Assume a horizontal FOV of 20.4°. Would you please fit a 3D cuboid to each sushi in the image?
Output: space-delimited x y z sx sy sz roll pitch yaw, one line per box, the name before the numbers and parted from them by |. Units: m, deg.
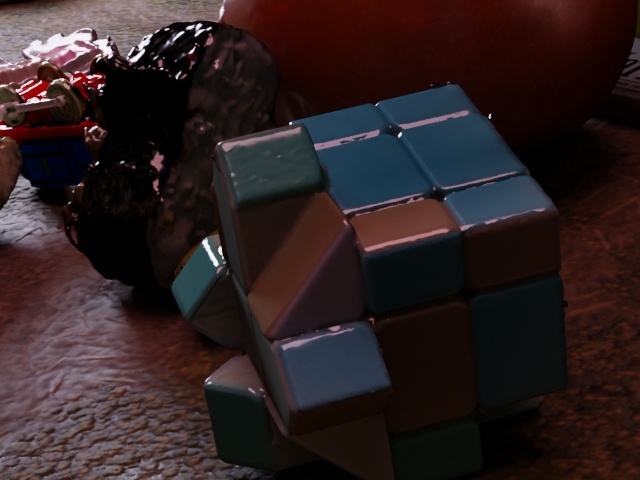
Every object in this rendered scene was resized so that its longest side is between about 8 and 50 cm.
sushi | -0.122 -0.068 1.356 0.115 0.212 0.147 15 -3 32

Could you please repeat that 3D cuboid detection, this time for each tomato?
tomato | 0.093 -0.181 1.467 0.341 0.273 0.341 -29 3 2

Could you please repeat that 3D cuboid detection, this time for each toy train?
toy train | -0.207 -0.089 1.549 0.204 0.131 0.083 1 30 47

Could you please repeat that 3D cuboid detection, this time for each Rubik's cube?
Rubik's cube | 0.020 0.024 1.104 0.213 0.224 0.265 -14 31 -9

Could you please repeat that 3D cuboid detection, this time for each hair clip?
hair clip | -0.343 -0.159 1.796 0.300 0.069 0.173 -14 24 -35

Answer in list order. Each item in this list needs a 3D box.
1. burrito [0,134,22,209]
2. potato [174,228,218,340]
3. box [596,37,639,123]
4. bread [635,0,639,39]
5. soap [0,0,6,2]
burrito | -0.362 -0.006 1.431 0.175 0.107 0.348 -27 13 20
potato | 0.000 0.000 1.293 0.225 0.117 0.090 -22 61 -12
box | 0.305 -0.135 1.564 0.115 0.036 0.177 -25 29 -32
bread | 0.385 -0.342 1.660 0.348 0.308 0.348 -10 24 4
soap | -0.370 -0.365 2.243 0.257 0.080 0.160 -27 29 -34
